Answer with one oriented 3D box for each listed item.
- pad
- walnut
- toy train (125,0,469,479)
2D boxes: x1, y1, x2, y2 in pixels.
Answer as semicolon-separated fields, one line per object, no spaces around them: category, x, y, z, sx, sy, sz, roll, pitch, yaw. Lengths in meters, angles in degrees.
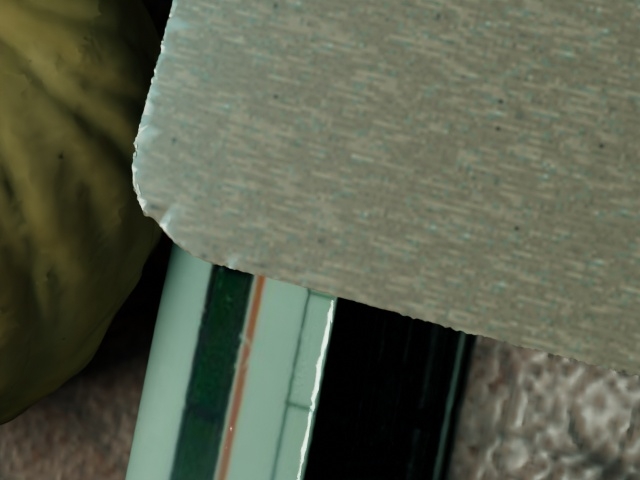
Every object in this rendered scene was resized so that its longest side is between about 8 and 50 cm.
pad;0.090;-0.051;0.570;0.266;0.002;0.176;15;92;2
walnut;-0.162;-0.029;0.644;0.261;0.225;0.225;-38;66;57
toy train;0.000;0.000;0.642;0.088;0.086;0.407;13;93;36
